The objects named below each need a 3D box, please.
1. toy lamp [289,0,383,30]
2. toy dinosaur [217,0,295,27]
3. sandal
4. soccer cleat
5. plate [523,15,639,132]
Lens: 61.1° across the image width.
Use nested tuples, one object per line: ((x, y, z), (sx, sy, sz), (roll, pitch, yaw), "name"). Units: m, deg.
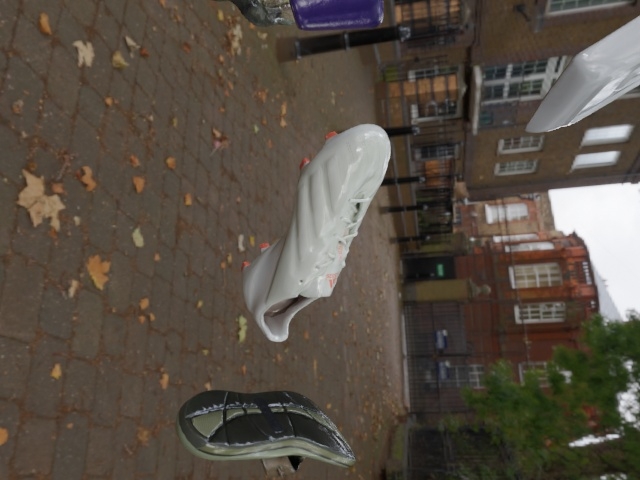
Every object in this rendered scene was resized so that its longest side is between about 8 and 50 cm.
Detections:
((0.106, -0.227, 0.418), (0.080, 0.275, 0.080), (-18, 90, -86), "toy lamp")
((-0.135, -0.309, 0.539), (0.064, 0.268, 0.118), (-72, -176, -75), "toy dinosaur")
((-0.074, 0.273, 0.751), (0.303, 0.086, 0.120), (22, 17, -39), "sandal")
((0.000, 0.000, 0.419), (0.196, 0.068, 0.076), (-54, -132, 34), "soccer cleat")
((0.432, -0.248, 0.734), (0.045, 0.277, 0.278), (59, 4, 9), "plate")
